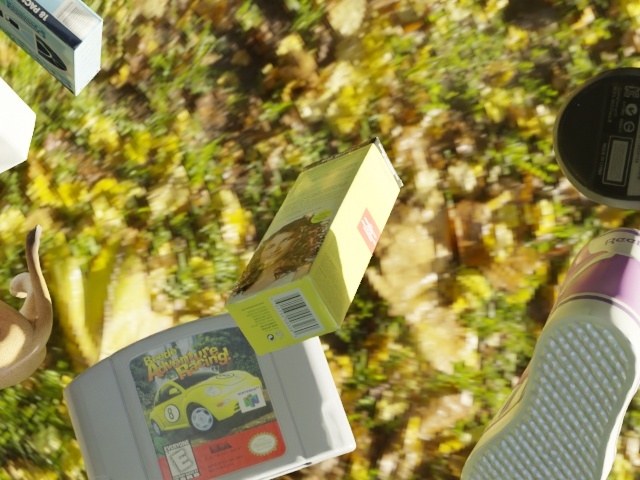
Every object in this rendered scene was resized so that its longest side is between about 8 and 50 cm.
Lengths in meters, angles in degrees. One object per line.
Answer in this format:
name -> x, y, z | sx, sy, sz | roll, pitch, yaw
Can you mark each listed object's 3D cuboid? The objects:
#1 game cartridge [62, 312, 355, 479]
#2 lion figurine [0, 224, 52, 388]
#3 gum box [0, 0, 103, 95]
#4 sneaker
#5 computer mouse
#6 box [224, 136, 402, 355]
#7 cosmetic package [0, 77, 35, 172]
game cartridge -> -0.128, 0.188, 1.584 | 0.294, 0.060, 0.196 | -18, 73, -10
lion figurine -> -0.424, 0.160, 1.578 | 0.392, 0.240, 0.142 | -44, 130, -4
gum box -> -0.270, -0.215, 1.285 | 0.157, 0.184, 0.041 | 40, 79, -3
sneaker -> 0.204, 0.111, 1.123 | 0.102, 0.282, 0.161 | 26, 43, 5
computer mouse -> 0.326, -0.066, 1.164 | 0.072, 0.272, 0.188 | -1, 105, -60
box -> 0.000, 0.000, 1.200 | 0.058, 0.087, 0.232 | 58, 29, -20
cosmetic package -> -0.585, -0.144, 1.712 | 0.377, 0.097, 0.284 | -24, 131, 20
